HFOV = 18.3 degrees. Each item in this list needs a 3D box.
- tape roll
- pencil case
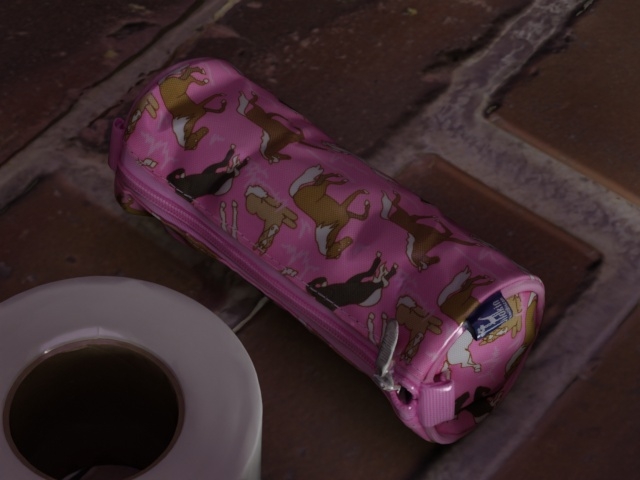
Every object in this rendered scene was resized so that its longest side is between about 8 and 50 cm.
[{"bbox_3d":[-0.164,0.171,1.477,0.246,0.169,0.246,1,51,-1],"label":"tape roll"},{"bbox_3d":[0.000,0.000,1.636,0.386,0.167,0.160,37,91,25],"label":"pencil case"}]
